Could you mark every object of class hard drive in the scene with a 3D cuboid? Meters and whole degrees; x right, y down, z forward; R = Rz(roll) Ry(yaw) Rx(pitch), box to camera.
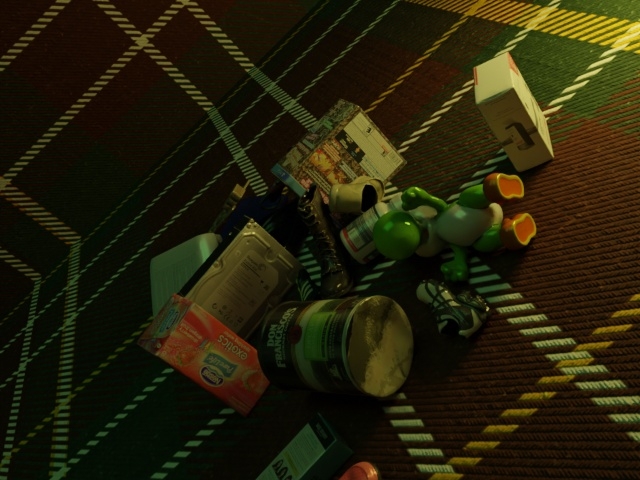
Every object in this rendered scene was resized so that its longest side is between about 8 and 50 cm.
[{"bbox_3d":[-0.225,0.133,1.812,0.339,0.237,0.064,-50,30,-9],"label":"hard drive"}]

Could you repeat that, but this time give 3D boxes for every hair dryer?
[{"bbox_3d":[-0.082,-0.204,2.043,0.223,0.080,0.293,-46,-13,-26],"label":"hair dryer"}]

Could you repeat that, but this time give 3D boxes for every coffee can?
[{"bbox_3d":[0.028,0.222,1.408,0.275,0.201,0.201,-10,45,46],"label":"coffee can"}]

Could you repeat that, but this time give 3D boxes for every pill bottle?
[{"bbox_3d":[0.148,-0.032,1.665,0.180,0.108,0.108,-36,31,16],"label":"pill bottle"}]

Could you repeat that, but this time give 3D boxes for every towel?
[{"bbox_3d":[-0.237,-0.018,2.191,0.228,0.076,0.308,-7,46,39],"label":"towel"}]

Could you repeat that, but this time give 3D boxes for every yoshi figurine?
[{"bbox_3d":[0.256,-0.024,1.439,0.362,0.203,0.203,-16,48,47],"label":"yoshi figurine"}]

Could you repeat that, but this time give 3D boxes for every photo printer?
[{"bbox_3d":[-0.401,0.127,2.090,0.308,0.107,0.256,-24,66,35],"label":"photo printer"}]

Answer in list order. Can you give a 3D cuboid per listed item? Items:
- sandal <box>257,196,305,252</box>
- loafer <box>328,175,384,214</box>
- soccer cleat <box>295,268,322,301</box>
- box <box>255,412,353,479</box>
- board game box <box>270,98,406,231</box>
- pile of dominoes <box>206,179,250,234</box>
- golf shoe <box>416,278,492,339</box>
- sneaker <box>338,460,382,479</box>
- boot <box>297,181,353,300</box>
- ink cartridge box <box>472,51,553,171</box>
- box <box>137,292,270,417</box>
[{"bbox_3d":[-0.115,-0.065,2.021,0.168,0.107,0.445,-21,33,57],"label":"sandal"},{"bbox_3d":[0.114,-0.110,1.746,0.092,0.101,0.268,12,17,26],"label":"loafer"},{"bbox_3d":[-0.022,0.136,1.736,0.072,0.060,0.178,-26,40,14],"label":"soccer cleat"},{"bbox_3d":[-0.052,0.474,1.340,0.244,0.060,0.100,-47,29,-1],"label":"box"},{"bbox_3d":[0.051,-0.210,1.886,0.291,0.232,0.141,-45,28,0],"label":"board game box"},{"bbox_3d":[-0.354,-0.108,2.400,0.251,0.040,0.196,-44,17,34],"label":"pile of dominoes"},{"bbox_3d":[0.249,0.140,1.354,0.094,0.077,0.198,-53,29,-12],"label":"golf shoe"},{"bbox_3d":[-0.009,0.513,1.160,0.314,0.136,0.116,-52,31,-11],"label":"sneaker"},{"bbox_3d":[0.000,0.000,1.668,0.091,0.229,0.263,-19,31,18],"label":"boot"},{"bbox_3d":[0.434,-0.286,1.500,0.092,0.218,0.158,-22,37,28],"label":"ink cartridge box"},{"bbox_3d":[-0.269,0.280,1.617,0.154,0.300,0.142,-54,30,-15],"label":"box"}]
